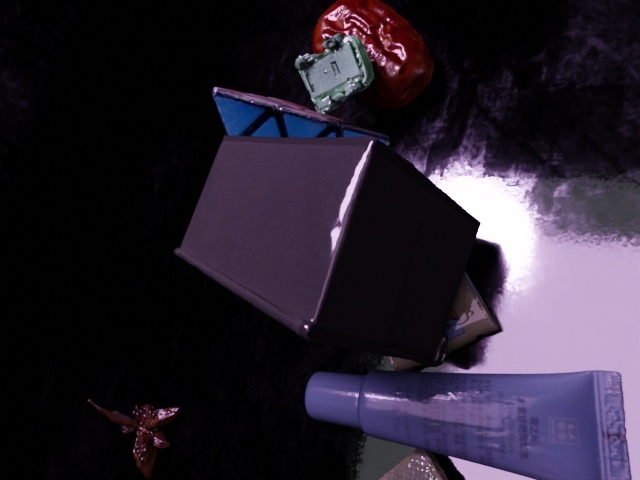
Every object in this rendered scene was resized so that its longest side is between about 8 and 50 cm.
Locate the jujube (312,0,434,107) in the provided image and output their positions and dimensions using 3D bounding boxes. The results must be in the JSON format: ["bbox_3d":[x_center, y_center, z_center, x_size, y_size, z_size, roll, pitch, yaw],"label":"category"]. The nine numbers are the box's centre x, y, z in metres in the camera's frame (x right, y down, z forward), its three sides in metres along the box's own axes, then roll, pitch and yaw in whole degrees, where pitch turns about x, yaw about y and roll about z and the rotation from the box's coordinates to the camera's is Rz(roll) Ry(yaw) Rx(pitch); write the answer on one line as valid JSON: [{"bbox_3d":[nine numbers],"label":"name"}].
[{"bbox_3d":[0.088,-0.323,0.734,0.155,0.155,0.230,-46,63,15],"label":"jujube"}]

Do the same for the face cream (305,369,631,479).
[{"bbox_3d":[0.158,0.221,0.539,0.384,0.086,0.136,-4,75,30],"label":"face cream"}]

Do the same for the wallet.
[{"bbox_3d":[0.155,0.111,0.602,0.155,0.039,0.110,-35,59,21],"label":"wallet"}]

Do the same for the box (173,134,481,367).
[{"bbox_3d":[0.000,0.001,0.586,0.345,0.251,0.205,17,85,48],"label":"box"}]

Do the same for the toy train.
[{"bbox_3d":[0.023,-0.263,0.670,0.149,0.081,0.099,-14,106,47],"label":"toy train"}]

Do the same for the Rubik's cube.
[{"bbox_3d":[-0.056,-0.182,0.789,0.228,0.233,0.229,-37,91,-23],"label":"Rubik's cube"}]

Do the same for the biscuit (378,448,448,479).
[{"bbox_3d":[0.136,0.372,0.502,0.121,0.040,0.199,-45,41,11],"label":"biscuit"}]

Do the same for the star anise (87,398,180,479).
[{"bbox_3d":[-0.382,0.380,0.846,0.140,0.144,0.158,32,94,31],"label":"star anise"}]
